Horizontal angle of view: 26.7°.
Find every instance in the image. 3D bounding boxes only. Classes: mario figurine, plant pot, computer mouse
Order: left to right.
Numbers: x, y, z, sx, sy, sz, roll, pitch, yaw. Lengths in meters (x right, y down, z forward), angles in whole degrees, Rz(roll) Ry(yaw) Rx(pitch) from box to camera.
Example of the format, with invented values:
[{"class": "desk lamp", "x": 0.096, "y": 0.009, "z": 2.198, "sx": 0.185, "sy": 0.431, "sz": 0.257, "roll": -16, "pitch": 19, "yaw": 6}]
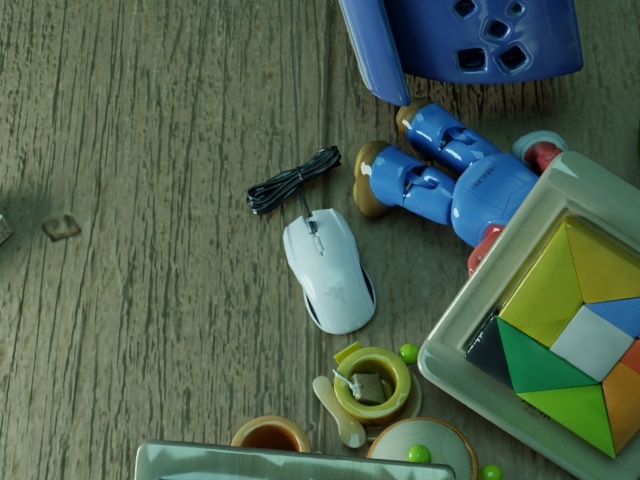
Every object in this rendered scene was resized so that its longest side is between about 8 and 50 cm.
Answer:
[{"class": "computer mouse", "x": 0.000, "y": 0.000, "z": 1.305, "sx": 0.106, "sy": 0.042, "sz": 0.193, "roll": -23, "pitch": 61, "yaw": 0}, {"class": "plant pot", "x": 0.112, "y": -0.281, "z": 1.314, "sx": 0.212, "sy": 0.236, "sz": 0.236, "roll": -18, "pitch": 32, "yaw": 4}, {"class": "mario figurine", "x": 0.185, "y": -0.001, "z": 1.265, "sx": 0.320, "sy": 0.170, "sz": 0.198, "roll": 34, "pitch": 106, "yaw": 34}]

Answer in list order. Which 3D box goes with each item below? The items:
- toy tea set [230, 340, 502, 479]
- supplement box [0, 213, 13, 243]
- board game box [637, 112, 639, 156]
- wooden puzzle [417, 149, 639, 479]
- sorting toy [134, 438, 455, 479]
[{"class": "toy tea set", "x": -0.019, "y": 0.216, "z": 1.142, "sx": 0.336, "sy": 0.124, "sz": 0.200, "roll": -34, "pitch": 62, "yaw": -11}, {"class": "supplement box", "x": -0.369, "y": 0.002, "z": 1.358, "sx": 0.062, "sy": 0.036, "sz": 0.098, "roll": 35, "pitch": 71, "yaw": 23}, {"class": "board game box", "x": 0.348, "y": -0.074, "z": 1.245, "sx": 0.092, "sy": 0.043, "sz": 0.181, "roll": 0, "pitch": 23, "yaw": 8}, {"class": "wooden puzzle", "x": 0.228, "y": 0.077, "z": 1.125, "sx": 0.221, "sy": 0.044, "sz": 0.239, "roll": 33, "pitch": 112, "yaw": 2}, {"class": "sorting toy", "x": -0.031, "y": 0.298, "z": 1.045, "sx": 0.255, "sy": 0.089, "sz": 0.257, "roll": 4, "pitch": 90, "yaw": 5}]
